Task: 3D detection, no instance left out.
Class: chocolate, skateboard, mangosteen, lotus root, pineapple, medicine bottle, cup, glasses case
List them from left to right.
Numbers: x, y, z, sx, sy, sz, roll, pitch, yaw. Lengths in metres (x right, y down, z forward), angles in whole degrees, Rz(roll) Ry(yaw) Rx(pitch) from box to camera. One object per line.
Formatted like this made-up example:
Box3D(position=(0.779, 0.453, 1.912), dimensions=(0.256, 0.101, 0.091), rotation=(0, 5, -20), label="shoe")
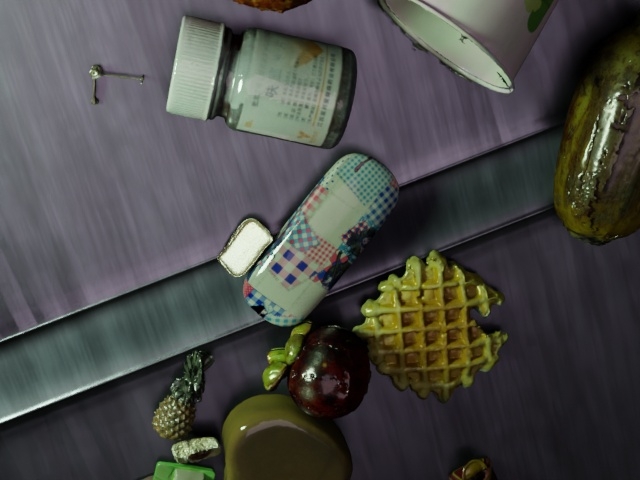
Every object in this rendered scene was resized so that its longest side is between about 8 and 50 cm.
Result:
Box3D(position=(-0.322, -0.243, 1.622), dimensions=(0.083, 0.032, 0.064), rotation=(3, 115, -6), label="skateboard")
Box3D(position=(-0.231, 0.262, 1.756), dimensions=(0.074, 0.074, 0.159), rotation=(24, 99, -13), label="pineapple")
Box3D(position=(-0.120, 0.014, 1.712), dimensions=(0.064, 0.031, 0.100), rotation=(40, 102, 23), label="chocolate")
Box3D(position=(-0.091, -0.243, 1.578), dimensions=(0.273, 0.165, 0.165), rotation=(11, 104, -11), label="medicine bottle")
Box3D(position=(-0.003, 0.215, 1.724), dimensions=(0.180, 0.166, 0.166), rotation=(22, 102, -2), label="mangosteen")
Box3D(position=(0.000, 0.000, 1.705), dimensions=(0.125, 0.076, 0.327), rotation=(36, 98, -18), label="glasses case")
Box3D(position=(0.262, -0.399, 1.555), dimensions=(0.253, 0.253, 0.274), rotation=(36, 90, -15), label="cup")
Box3D(position=(0.499, -0.184, 1.672), dimensions=(0.196, 0.179, 0.397), rotation=(4, 110, -25), label="lotus root")

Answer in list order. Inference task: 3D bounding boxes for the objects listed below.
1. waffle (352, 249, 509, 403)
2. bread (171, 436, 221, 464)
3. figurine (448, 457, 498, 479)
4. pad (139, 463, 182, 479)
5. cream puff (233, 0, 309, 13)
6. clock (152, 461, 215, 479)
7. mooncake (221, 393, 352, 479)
Box3D(position=(0.198, 0.158, 1.788), dimensions=(0.261, 0.056, 0.250), rotation=(36, 99, -17), label="waffle")
Box3D(position=(-0.216, 0.367, 1.790), dimensions=(0.083, 0.070, 0.035), rotation=(-12, 68, -9), label="bread")
Box3D(position=(0.295, 0.469, 1.867), dimensions=(0.082, 0.098, 0.154), rotation=(-24, 110, 4), label="figurine")
Box3D(position=(-0.315, 0.479, 1.838), dimensions=(0.188, 0.006, 0.113), rotation=(-23, 109, -1), label="pad")
Box3D(position=(-0.093, -0.496, 1.462), dimensions=(0.350, 0.229, 0.350), rotation=(-14, 113, -36), label="cream puff")
Box3D(position=(-0.246, 0.535, 1.728), dimensions=(0.106, 0.255, 0.219), rotation=(12, 105, -12), label="clock")
Box3D(position=(-0.060, 0.380, 1.785), dimensions=(0.235, 0.117, 0.234), rotation=(-3, 107, -9), label="mooncake")
